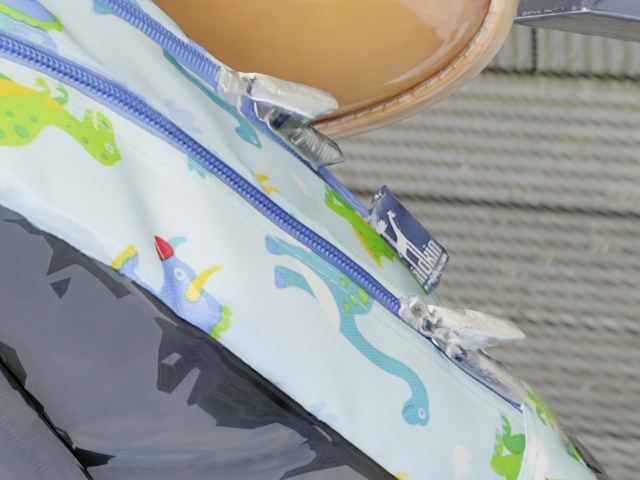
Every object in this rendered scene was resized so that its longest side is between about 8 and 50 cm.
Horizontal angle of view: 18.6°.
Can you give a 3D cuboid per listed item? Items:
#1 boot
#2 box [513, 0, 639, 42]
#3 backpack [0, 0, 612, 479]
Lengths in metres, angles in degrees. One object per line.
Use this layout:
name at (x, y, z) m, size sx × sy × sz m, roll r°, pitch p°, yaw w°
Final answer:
boot at (-0.089, -0.123, 0.678) m, size 0.283 × 0.220 × 0.109 m, roll 14°, pitch 81°, yaw 25°
box at (0.315, -0.288, 1.444) m, size 0.296 × 0.183 × 0.294 m, roll 6°, pitch 92°, yaw -14°
backpack at (-0.097, 0.058, 0.597) m, size 0.290 × 0.273 × 0.355 m, roll -31°, pitch 139°, yaw 26°
